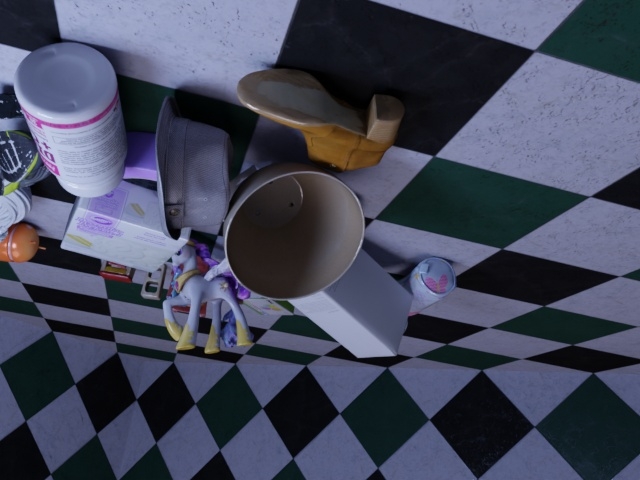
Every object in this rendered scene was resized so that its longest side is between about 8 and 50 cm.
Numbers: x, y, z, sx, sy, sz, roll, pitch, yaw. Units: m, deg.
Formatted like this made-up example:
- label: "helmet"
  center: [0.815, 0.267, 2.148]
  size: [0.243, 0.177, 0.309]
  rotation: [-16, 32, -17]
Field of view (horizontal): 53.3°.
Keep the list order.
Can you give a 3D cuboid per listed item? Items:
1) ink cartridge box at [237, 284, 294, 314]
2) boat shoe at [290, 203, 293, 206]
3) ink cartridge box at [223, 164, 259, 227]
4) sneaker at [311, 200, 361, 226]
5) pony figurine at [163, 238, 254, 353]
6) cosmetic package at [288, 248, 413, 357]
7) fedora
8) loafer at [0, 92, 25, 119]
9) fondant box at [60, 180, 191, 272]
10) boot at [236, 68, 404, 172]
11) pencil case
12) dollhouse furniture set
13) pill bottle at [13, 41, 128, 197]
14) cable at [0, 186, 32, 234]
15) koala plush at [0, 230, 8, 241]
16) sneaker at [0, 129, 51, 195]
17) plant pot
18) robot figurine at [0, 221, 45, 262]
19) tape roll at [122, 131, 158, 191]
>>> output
- label: "ink cartridge box"
  center: [-0.124, 0.182, 2.143]
  size: [0.255, 0.097, 0.189]
  rotation: [-1, 157, 25]
- label: "boat shoe"
  center: [-0.143, -0.027, 1.617]
  size: [0.092, 0.102, 0.285]
  rotation: [26, 147, -28]
- label: "ink cartridge box"
  center: [-0.164, -0.068, 1.428]
  size: [0.062, 0.104, 0.181]
  rotation: [6, 127, 44]
- label: "sneaker"
  center: [0.000, 0.001, 1.521]
  size: [0.161, 0.102, 0.282]
  rotation: [6, 138, -35]
- label: "pony figurine"
  center: [-0.297, 0.132, 1.830]
  size: [0.351, 0.363, 0.303]
  rotation: [4, 157, -36]
- label: "cosmetic package"
  center: [0.070, 0.142, 1.714]
  size: [0.155, 0.197, 0.365]
  rotation: [-14, 131, 44]
- label: "fedora"
  center: [-0.227, -0.126, 1.193]
  size: [0.124, 0.243, 0.275]
  rotation: [3, 128, -6]
- label: "loafer"
  center: [-0.560, -0.263, 1.244]
  size: [0.170, 0.062, 0.061]
  rotation: [6, -162, -13]
- label: "fondant box"
  center: [-0.454, -0.031, 1.480]
  size: [0.238, 0.096, 0.330]
  rotation: [18, 156, -22]
- label: "boot"
  center: [-0.009, -0.195, 1.136]
  size: [0.295, 0.104, 0.211]
  rotation: [7, 159, -10]
- label: "pencil case"
  center: [0.288, 0.136, 1.860]
  size: [0.124, 0.113, 0.273]
  rotation: [40, 155, -1]
- label: "dollhouse furniture set"
  center: [-0.546, 0.129, 2.082]
  size: [0.374, 0.152, 0.201]
  rotation: [9, 159, -2]
- label: "pill bottle"
  center: [-0.436, -0.203, 1.155]
  size: [0.160, 0.160, 0.283]
  rotation: [10, 153, -5]
- label: "cable"
  center: [-0.862, -0.122, 1.608]
  size: [0.257, 0.089, 0.257]
  rotation: [-19, 147, 29]
- label: "koala plush"
  center: [-0.997, -0.038, 1.767]
  size: [0.221, 0.203, 0.196]
  rotation: [-19, 111, 2]
- label: "sneaker"
  center: [-0.638, -0.180, 1.388]
  size: [0.121, 0.111, 0.300]
  rotation: [-25, -171, -34]
- label: "plant pot"
  center: [-0.074, -0.046, 1.314]
  size: [0.284, 0.284, 0.191]
  rotation: [20, -161, -29]
- label: "robot figurine"
  center: [-0.959, 0.000, 1.941]
  size: [0.219, 0.128, 0.158]
  rotation: [9, 123, -1]
- label: "tape roll"
  center: [-0.364, -0.136, 1.434]
  size: [0.275, 0.090, 0.275]
  rotation: [6, 158, 3]
